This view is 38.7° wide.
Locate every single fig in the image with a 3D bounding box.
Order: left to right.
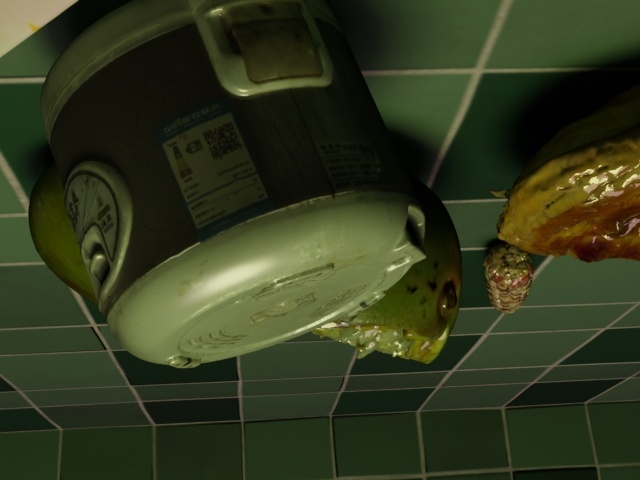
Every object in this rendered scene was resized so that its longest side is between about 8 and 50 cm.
[{"bbox_3d":[-0.223,-0.008,1.003,0.181,0.191,0.181,-20,150,-12],"label":"fig"}]

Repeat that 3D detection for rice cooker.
[{"bbox_3d":[-0.075,-0.060,0.757,0.288,0.277,0.288,-20,164,-6],"label":"rice cooker"}]

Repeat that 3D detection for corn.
[{"bbox_3d":[0.292,0.066,1.416,0.080,0.079,0.237,-7,159,8],"label":"corn"}]

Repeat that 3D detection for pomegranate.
[{"bbox_3d":[0.000,0.000,1.045,0.359,0.216,0.310,20,180,32],"label":"pomegranate"}]

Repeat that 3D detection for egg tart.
[{"bbox_3d":[0.347,-0.073,0.963,0.340,0.153,0.351,-3,159,0],"label":"egg tart"}]

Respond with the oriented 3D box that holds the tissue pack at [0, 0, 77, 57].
[{"bbox_3d":[-0.206,-0.199,0.497,0.225,0.184,0.124,-21,150,36],"label":"tissue pack"}]
